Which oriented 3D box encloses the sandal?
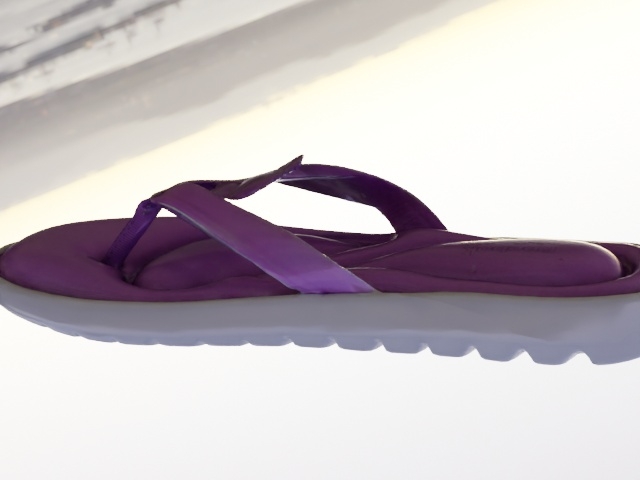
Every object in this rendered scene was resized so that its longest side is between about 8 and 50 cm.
[{"bbox_3d":[0.003,-0.004,0.734,0.416,0.102,0.169,3,-164,12],"label":"sandal"}]
